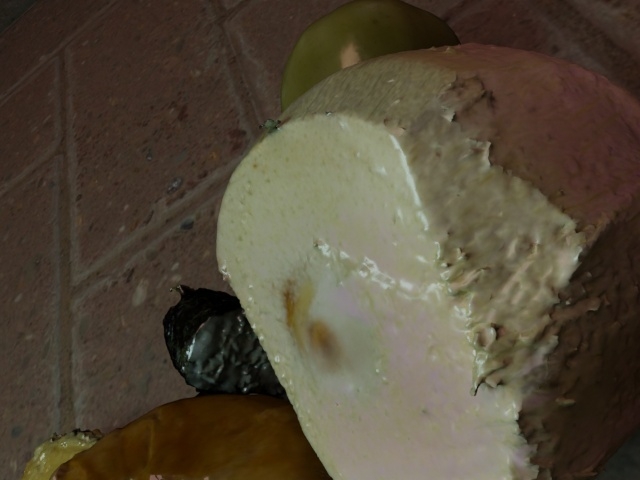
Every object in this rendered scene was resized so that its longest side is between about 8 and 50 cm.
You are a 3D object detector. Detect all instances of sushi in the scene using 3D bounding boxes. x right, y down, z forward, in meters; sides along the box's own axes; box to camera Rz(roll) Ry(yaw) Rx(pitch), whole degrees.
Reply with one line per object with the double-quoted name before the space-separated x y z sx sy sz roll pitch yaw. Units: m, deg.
"sushi" -0.095 0.141 0.885 0.115 0.213 0.147 11 90 52

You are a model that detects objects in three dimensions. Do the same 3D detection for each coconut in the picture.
"coconut" 0.132 0.018 0.645 0.405 0.404 0.404 -21 49 26

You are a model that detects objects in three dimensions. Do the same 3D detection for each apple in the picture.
"apple" 0.076 -0.194 0.953 0.262 0.262 0.262 -21 49 26

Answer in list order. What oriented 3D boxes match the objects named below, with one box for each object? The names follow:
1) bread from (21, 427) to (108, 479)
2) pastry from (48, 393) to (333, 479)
"bread" -0.301 0.346 0.951 0.246 0.121 0.174 -5 65 31
"pastry" -0.106 0.334 0.669 0.410 0.245 0.409 -9 32 5
